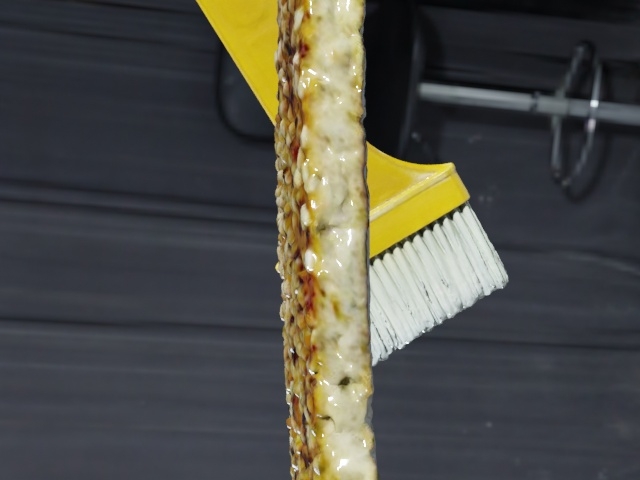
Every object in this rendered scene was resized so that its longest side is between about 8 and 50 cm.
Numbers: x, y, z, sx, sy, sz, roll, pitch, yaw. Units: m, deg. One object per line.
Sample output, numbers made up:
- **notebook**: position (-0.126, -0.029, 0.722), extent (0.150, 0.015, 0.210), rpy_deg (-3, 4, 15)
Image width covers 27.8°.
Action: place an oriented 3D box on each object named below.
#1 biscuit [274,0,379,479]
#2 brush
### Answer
- **biscuit**: position (-0.002, -0.005, 0.440), extent (0.131, 0.026, 0.236), rpy_deg (-157, 64, -83)
- **brush**: position (-0.008, -0.064, 0.624), extent (0.272, 0.103, 0.013), rpy_deg (59, 177, -19)
